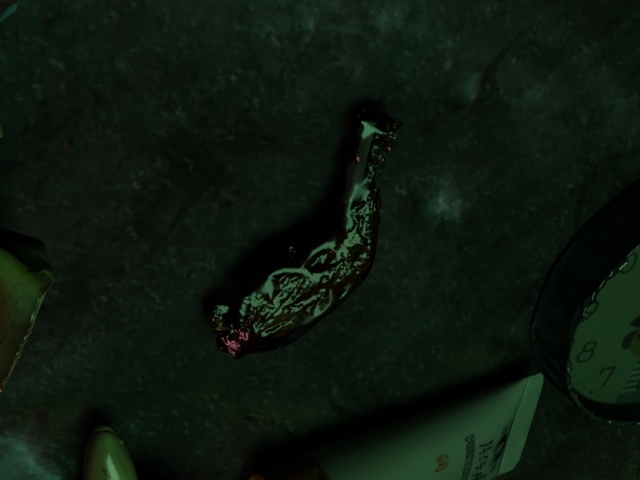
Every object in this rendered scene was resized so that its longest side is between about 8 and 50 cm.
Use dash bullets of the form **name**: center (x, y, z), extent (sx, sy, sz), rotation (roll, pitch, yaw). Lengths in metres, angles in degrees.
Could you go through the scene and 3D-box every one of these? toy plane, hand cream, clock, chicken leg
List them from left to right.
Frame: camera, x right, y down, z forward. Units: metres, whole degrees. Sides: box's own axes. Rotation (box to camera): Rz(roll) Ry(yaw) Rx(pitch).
- **toy plane**: center (-0.175, 0.262, 1.642), extent (0.242, 0.104, 0.256), rotation (-9, 140, -7)
- **chicken leg**: center (0.000, 0.000, 1.552), extent (0.106, 0.051, 0.253), rotation (21, 111, -38)
- **hand cream**: center (0.078, 0.219, 1.785), extent (0.314, 0.089, 0.140), rotation (-20, 138, -29)
- **clock**: center (0.353, 0.054, 1.827), extent (0.312, 0.061, 0.312), rotation (-18, 136, -19)

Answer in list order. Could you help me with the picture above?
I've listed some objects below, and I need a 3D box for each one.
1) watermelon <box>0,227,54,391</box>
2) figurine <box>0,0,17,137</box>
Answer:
- **watermelon**: center (-0.280, 0.094, 1.396), extent (0.128, 0.159, 0.303), rotation (-24, 145, -60)
- **figurine**: center (-0.253, -0.139, 1.233), extent (0.114, 0.108, 0.196), rotation (16, 100, -53)
